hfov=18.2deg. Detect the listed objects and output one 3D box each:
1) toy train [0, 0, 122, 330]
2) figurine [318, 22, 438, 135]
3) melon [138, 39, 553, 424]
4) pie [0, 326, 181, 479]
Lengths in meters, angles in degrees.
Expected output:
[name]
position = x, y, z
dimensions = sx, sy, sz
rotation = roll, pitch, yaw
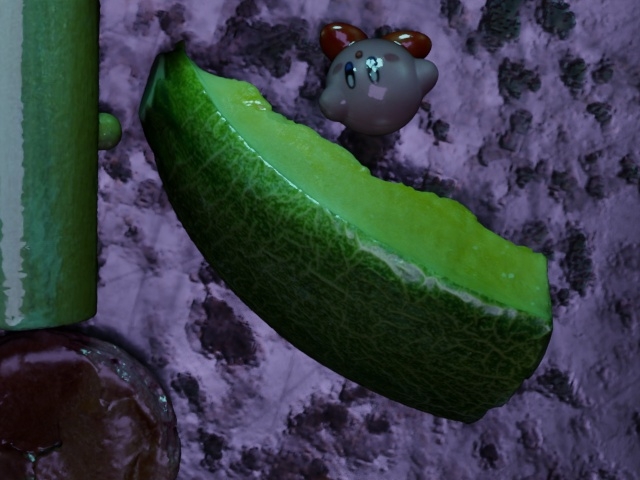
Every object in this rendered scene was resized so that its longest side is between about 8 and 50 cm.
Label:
[toy train]
position = -0.226, -0.064, 1.319
dimensions = 0.189, 0.126, 0.307
rotation = 1, 101, -6
[figurine]
position = 0.040, -0.107, 1.368
dimensions = 0.083, 0.071, 0.067
rotation = -5, 144, 3
[melon]
position = 0.000, 0.000, 1.363
dimensions = 0.323, 0.196, 0.124
rotation = 32, 62, -3
[pie]
position = -0.189, 0.146, 1.405
dimensions = 0.182, 0.049, 0.182
rotation = -1, 105, -2
